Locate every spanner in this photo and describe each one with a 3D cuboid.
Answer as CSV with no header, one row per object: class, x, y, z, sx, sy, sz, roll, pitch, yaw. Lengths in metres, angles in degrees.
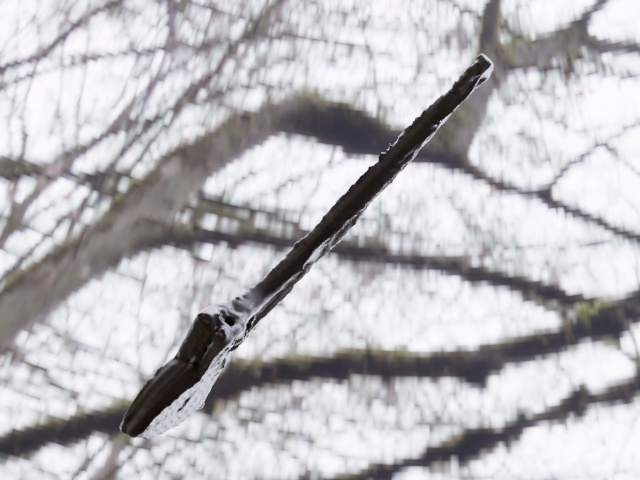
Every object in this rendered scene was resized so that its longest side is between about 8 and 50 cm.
spanner,0.000,0.000,1.125,0.026,0.325,0.093,41,-23,10
